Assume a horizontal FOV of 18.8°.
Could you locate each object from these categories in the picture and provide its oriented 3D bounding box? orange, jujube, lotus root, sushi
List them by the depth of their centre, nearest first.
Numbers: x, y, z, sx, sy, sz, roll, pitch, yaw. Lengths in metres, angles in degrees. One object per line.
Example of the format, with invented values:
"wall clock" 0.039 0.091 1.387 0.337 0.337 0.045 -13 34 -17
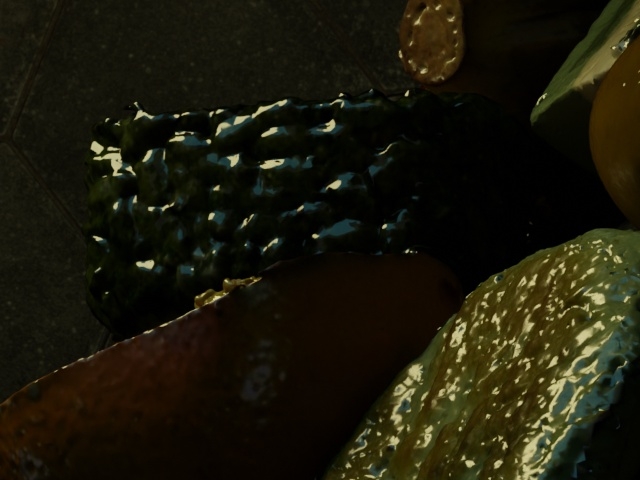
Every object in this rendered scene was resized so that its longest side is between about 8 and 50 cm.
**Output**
"orange" -0.048 0.113 1.265 0.310 0.274 0.274 -50 7 -3
"sushi" 0.000 0.000 1.501 0.352 0.178 0.294 -5 -12 27
"lotus root" 0.199 -0.178 1.544 0.291 0.193 0.193 -7 -8 -25
"jujube" 0.159 -0.077 1.756 0.197 0.197 0.290 -39 -9 -11

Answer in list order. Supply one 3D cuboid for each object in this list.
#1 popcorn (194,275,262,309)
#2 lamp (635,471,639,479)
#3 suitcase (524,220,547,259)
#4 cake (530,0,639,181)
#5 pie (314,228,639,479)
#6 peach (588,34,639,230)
"popcorn" -0.049 0.054 1.314 0.083 0.057 0.082 -30 -25 33
"lamp" 0.255 0.034 1.077 0.266 0.047 0.269 -34 8 39
"suitcase" 0.132 0.030 1.648 0.126 0.059 0.086 -16 14 44
"cake" 0.254 -0.180 1.399 0.158 0.172 0.283 -26 57 61
"pie" 0.082 0.124 1.018 0.323 0.070 0.323 -47 15 16
"peach" 0.263 -0.092 1.061 0.251 0.153 0.251 -33 13 9
